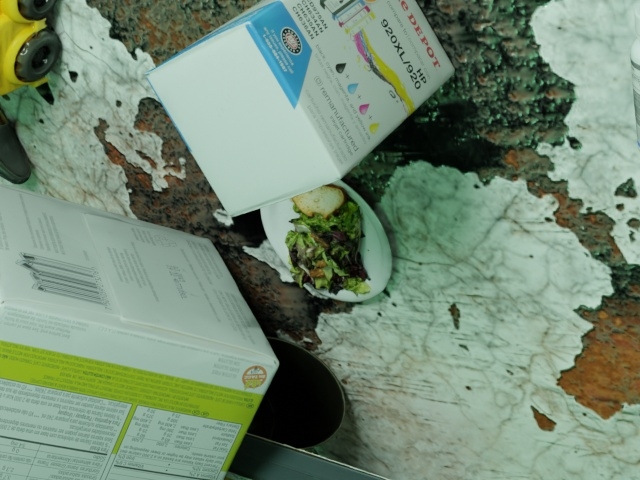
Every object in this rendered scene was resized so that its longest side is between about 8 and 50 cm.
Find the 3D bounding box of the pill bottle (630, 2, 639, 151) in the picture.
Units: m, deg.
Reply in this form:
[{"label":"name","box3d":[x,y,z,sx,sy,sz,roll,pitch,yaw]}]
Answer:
[{"label":"pill bottle","box3d":[0.313,-0.142,0.973,0.078,0.078,0.137,11,129,35]}]

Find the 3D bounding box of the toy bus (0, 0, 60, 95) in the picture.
[{"label":"toy bus","box3d":[-0.460,-0.278,1.434,0.149,0.211,0.220,33,137,18]}]

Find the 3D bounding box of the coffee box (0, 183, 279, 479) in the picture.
[{"label":"coffee box","box3d":[-0.308,0.171,1.404,0.334,0.338,0.337,-65,29,18]}]

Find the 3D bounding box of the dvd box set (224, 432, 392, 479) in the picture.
[{"label":"dvd box set","box3d":[0.033,0.418,1.529,0.307,0.062,0.420,11,146,34]}]

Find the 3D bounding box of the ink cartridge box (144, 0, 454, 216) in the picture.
[{"label":"ink cartridge box","box3d":[-0.014,-0.166,1.118,0.168,0.232,0.171,-17,110,45]}]

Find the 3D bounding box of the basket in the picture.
[{"label":"basket","box3d":[-0.102,0.249,1.608,0.204,0.154,0.227,22,150,-16]}]

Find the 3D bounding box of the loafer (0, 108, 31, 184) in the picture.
[{"label":"loafer","box3d":[-0.491,-0.162,1.675,0.061,0.062,0.170,-26,105,44]}]

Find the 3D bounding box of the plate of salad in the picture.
[{"label":"plate of salad","box3d":[0.000,0.000,1.388,0.200,0.048,0.200,23,135,25]}]
